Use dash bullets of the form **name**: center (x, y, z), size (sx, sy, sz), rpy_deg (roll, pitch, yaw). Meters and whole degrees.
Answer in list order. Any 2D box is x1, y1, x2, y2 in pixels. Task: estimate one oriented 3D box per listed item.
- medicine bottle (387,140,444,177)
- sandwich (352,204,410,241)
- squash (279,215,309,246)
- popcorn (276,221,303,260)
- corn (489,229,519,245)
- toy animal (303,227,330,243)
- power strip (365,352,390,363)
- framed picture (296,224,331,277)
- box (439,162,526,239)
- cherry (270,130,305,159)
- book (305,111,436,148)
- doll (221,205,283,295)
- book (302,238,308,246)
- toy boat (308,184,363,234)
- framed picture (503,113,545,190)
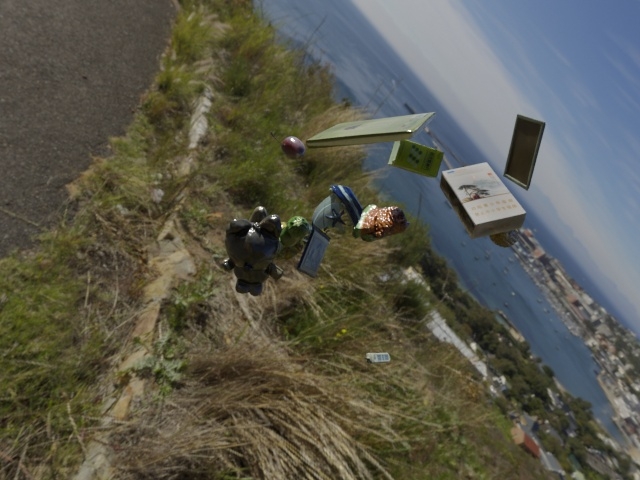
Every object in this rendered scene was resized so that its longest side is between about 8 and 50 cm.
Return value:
- **medicine bottle**: center (0.494, -0.424, 2.157), size (0.249, 0.137, 0.141), rpy_deg (16, 7, -7)
- **sandwich**: center (0.339, -0.082, 2.256), size (0.251, 0.300, 0.162), rpy_deg (-61, 143, -45)
- **squash**: center (-0.085, -0.029, 1.356), size (0.077, 0.219, 0.068), rpy_deg (1, 76, -13)
- **popcorn**: center (-0.207, 0.008, 2.177), size (0.221, 0.204, 0.184), rpy_deg (35, 13, -51)
- **corn**: center (0.666, -0.029, 1.516), size (0.261, 0.097, 0.097), rpy_deg (16, 39, -58)
- **toy animal**: center (0.000, 0.000, 2.255), size (0.095, 0.156, 0.219), rpy_deg (23, 35, 38)
- **power strip**: center (0.272, 0.561, 1.980), size (0.191, 0.030, 0.048), rpy_deg (14, 60, -45)
- **framed picture**: center (-0.024, 0.053, 1.739), size (0.010, 0.195, 0.199), rpy_deg (17, -9, 26)
- **box**: center (0.458, -0.121, 1.193), size (0.067, 0.149, 0.233), rpy_deg (85, -8, -48)
- **cherry**: center (-0.157, -0.488, 2.124), size (0.188, 0.115, 0.148), rpy_deg (43, 26, -35)
- **book**: center (0.159, -0.343, 1.284), size (0.239, 0.351, 0.035), rpy_deg (-43, 127, -47)
- **doll**: center (-0.297, -0.001, 1.750), size (0.251, 0.383, 0.379), rpy_deg (-4, 44, -20)
- **book**: center (-0.051, 0.043, 2.178), size (0.077, 0.014, 0.111), rpy_deg (21, -32, 25)
- **toy boat**: center (0.072, -0.111, 1.928), size (0.210, 0.292, 0.070), rpy_deg (35, 8, 14)
- **framed picture**: center (0.827, -0.362, 1.688), size (0.017, 0.275, 0.217), rpy_deg (1, 27, -3)
